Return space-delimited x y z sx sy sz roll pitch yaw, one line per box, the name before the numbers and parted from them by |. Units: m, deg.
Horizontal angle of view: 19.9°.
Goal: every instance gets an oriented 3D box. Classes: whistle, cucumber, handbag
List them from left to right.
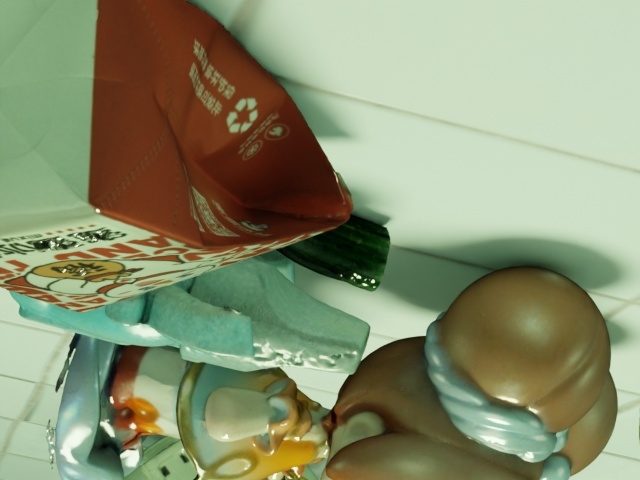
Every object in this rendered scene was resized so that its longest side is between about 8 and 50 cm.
handbag | -0.107 -0.039 1.050 0.171 0.151 0.298 -7 163 28
whistle | -0.101 0.037 1.253 0.274 0.093 0.186 15 -163 4
cucumber | 0.000 0.000 1.274 0.105 0.048 0.048 20 160 -25

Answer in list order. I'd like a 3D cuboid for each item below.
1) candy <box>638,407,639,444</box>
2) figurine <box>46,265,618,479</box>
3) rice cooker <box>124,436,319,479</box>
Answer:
candy | 0.358 0.168 1.538 0.199 0.094 0.106 17 156 -40
figurine | 0.020 0.127 1.408 0.388 0.248 0.276 15 167 16
rice cooker | -0.136 0.359 2.092 0.288 0.288 0.277 13 162 -11
